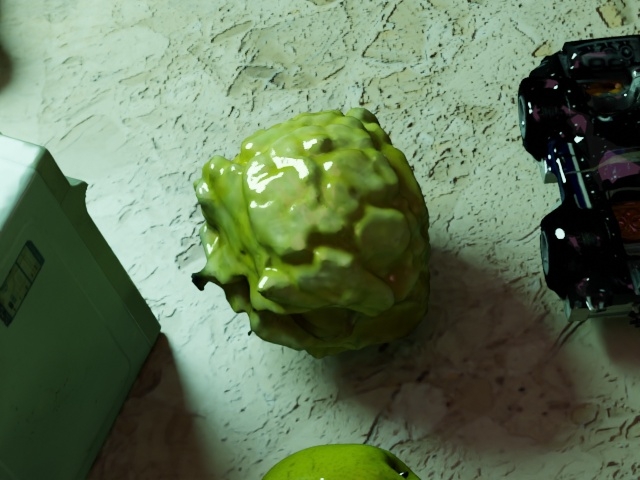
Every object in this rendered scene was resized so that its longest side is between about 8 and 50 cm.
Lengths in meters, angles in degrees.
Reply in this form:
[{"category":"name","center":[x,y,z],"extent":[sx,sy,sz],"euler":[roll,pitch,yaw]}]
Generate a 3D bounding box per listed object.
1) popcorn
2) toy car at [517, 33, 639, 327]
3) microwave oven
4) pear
[{"category":"popcorn","center":[-0.008,-0.003,1.565],"extent":[0.225,0.249,0.249],"euler":[-14,58,-11]},{"category":"toy car","center":[0.293,-0.063,1.609],"extent":[0.193,0.118,0.301],"euler":[-7,59,-1]},{"category":"microwave oven","center":[-0.334,0.080,1.528],"extent":[0.218,0.355,0.286],"euler":[18,67,21]},{"category":"pear","center":[0.017,0.270,1.450],"extent":[0.198,0.198,0.198],"euler":[-5,60,10]}]
